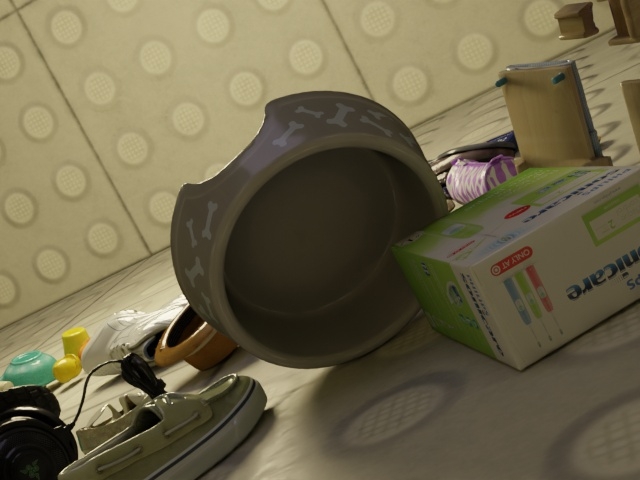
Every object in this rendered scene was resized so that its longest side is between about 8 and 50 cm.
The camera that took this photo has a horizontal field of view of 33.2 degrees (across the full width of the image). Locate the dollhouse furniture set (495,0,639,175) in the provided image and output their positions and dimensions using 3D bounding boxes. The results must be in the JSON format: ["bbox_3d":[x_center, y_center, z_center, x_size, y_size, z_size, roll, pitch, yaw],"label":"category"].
[{"bbox_3d":[0.401,-0.235,1.540,0.198,0.286,0.303,-33,21,-33],"label":"dollhouse furniture set"}]

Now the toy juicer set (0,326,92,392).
[{"bbox_3d":[-0.586,0.287,2.231,0.329,0.089,0.209,-23,18,-35],"label":"toy juicer set"}]

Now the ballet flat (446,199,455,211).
[{"bbox_3d":[0.186,-0.055,1.937,0.057,0.049,0.173,-32,10,-23],"label":"ballet flat"}]

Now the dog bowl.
[{"bbox_3d":[0.000,0.000,1.292,0.348,0.349,0.102,-29,34,-9],"label":"dog bowl"}]

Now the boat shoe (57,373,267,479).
[{"bbox_3d":[-0.170,0.225,1.231,0.109,0.094,0.302,-21,11,39],"label":"boat shoe"}]

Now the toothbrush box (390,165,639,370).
[{"bbox_3d":[0.223,0.017,1.160,0.206,0.122,0.283,-29,10,-8],"label":"toothbrush box"}]

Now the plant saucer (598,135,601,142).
[{"bbox_3d":[0.443,-0.153,1.836,0.083,0.015,0.083,-27,9,5],"label":"plant saucer"}]

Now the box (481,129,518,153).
[{"bbox_3d":[0.337,-0.170,2.205,0.136,0.036,0.225,-23,11,30],"label":"box"}]

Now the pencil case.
[{"bbox_3d":[0.278,-0.101,1.799,0.086,0.088,0.206,-22,8,-12],"label":"pencil case"}]

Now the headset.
[{"bbox_3d":[-0.353,0.303,1.352,0.394,0.185,0.243,-45,8,-11],"label":"headset"}]

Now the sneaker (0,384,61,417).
[{"bbox_3d":[-0.578,0.339,1.814,0.283,0.107,0.124,-33,4,-34],"label":"sneaker"}]

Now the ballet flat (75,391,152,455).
[{"bbox_3d":[-0.288,0.253,1.572,0.057,0.052,0.168,-20,11,42],"label":"ballet flat"}]

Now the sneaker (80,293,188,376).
[{"bbox_3d":[-0.328,0.184,1.951,0.297,0.111,0.129,-25,15,26],"label":"sneaker"}]

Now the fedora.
[{"bbox_3d":[-0.179,0.147,1.728,0.194,0.079,0.194,-37,19,15],"label":"fedora"}]

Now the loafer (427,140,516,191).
[{"bbox_3d":[0.251,-0.117,2.059,0.109,0.095,0.302,6,-13,-43],"label":"loafer"}]
